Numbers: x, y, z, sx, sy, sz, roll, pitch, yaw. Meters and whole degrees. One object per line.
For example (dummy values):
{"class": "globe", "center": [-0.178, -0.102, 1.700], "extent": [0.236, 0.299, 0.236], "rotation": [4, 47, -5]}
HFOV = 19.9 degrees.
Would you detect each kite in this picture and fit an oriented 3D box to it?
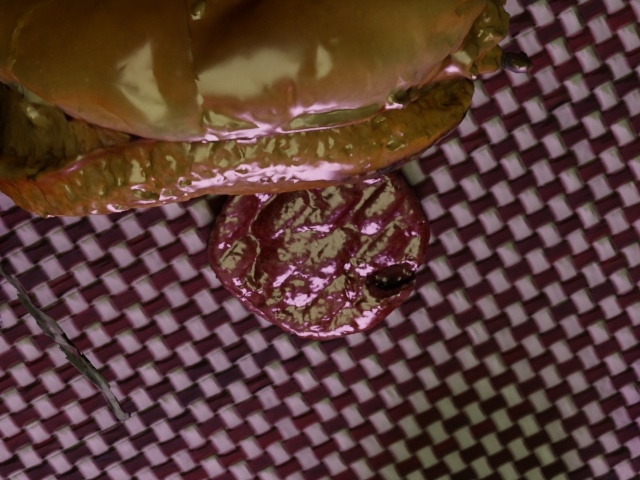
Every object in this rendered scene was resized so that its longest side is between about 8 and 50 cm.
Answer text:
{"class": "kite", "center": [-0.220, -0.009, 1.120], "extent": [0.011, 0.335, 0.314], "rotation": [-39, 77, -18]}

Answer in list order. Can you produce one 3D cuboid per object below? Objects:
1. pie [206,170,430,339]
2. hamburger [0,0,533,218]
{"class": "pie", "center": [0.000, 0.000, 1.254], "extent": [0.154, 0.038, 0.153], "rotation": [-2, 116, -5]}
{"class": "hamburger", "center": [-0.046, -0.124, 1.036], "extent": [0.314, 0.290, 0.170], "rotation": [-6, 119, 0]}
